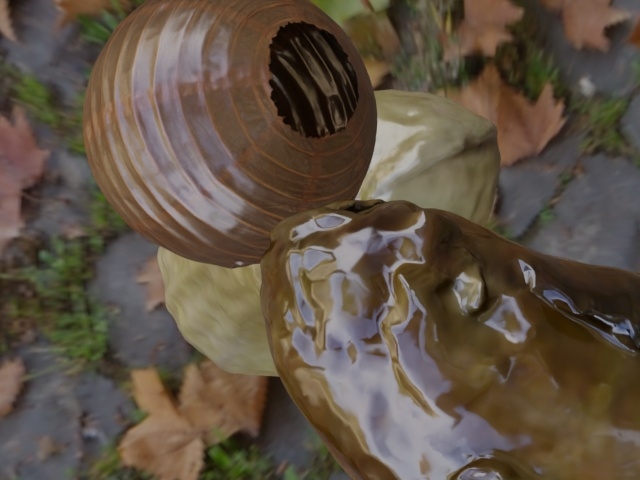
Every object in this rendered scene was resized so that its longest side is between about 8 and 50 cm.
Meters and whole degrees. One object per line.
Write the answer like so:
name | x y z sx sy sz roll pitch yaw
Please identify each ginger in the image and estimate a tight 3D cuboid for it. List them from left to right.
ginger | 0.122 0.085 0.715 0.321 0.172 0.165 29 108 -33

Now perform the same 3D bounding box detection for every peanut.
peanut | -0.006 0.001 1.189 0.174 0.340 0.158 14 74 -13

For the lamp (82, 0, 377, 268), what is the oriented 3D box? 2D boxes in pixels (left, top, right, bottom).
lamp | -0.042 -0.054 0.825 0.136 0.136 0.136 0 90 5
